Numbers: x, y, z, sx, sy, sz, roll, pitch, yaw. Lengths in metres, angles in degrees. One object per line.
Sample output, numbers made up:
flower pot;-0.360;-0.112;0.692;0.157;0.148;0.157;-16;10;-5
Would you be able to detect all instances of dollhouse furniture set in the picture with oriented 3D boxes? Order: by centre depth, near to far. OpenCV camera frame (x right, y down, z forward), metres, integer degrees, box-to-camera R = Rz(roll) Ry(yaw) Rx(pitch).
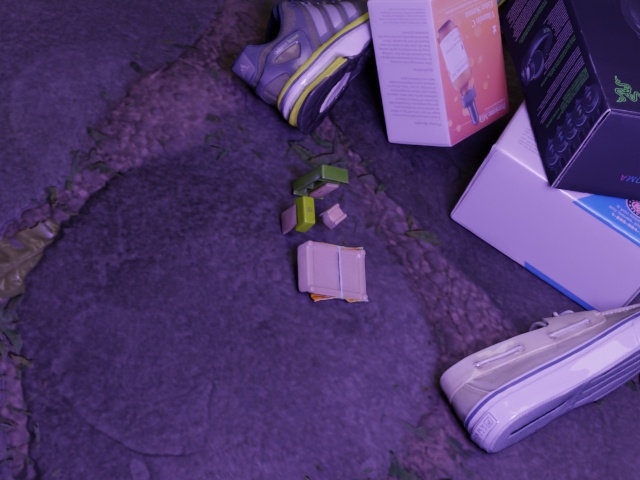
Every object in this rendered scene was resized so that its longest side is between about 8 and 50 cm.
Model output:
dollhouse furniture set;0.000;0.000;1.574;0.076;0.058;0.151;9;67;-30

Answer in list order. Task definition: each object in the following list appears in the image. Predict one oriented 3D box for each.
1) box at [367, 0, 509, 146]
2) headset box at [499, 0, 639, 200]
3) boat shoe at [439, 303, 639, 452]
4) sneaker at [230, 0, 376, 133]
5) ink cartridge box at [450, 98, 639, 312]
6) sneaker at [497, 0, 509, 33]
box;0.137;-0.209;1.710;0.091;0.170;0.130;7;27;39
headset box;0.358;-0.171;1.645;0.246;0.131;0.283;8;49;-21
boat shoe;0.255;0.117;1.545;0.302;0.109;0.094;-21;61;-35
sneaker;0.007;-0.247;1.738;0.121;0.111;0.300;33;43;7
ink cartridge box;0.319;-0.088;1.739;0.223;0.129;0.307;34;45;4
sneaker;0.219;-0.379;1.951;0.208;0.127;0.319;31;54;4
